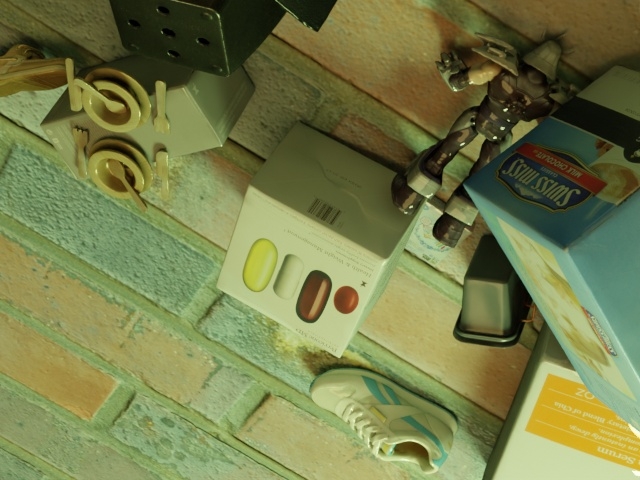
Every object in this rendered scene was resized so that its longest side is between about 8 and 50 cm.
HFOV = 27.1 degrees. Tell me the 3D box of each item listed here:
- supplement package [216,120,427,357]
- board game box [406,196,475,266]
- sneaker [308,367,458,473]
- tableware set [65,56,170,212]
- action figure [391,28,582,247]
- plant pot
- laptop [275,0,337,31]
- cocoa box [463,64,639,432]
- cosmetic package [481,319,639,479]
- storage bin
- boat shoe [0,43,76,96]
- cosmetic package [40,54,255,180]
[{"bbox_3d":[0.000,0.000,1.685,0.194,0.149,0.203,29,137,7],"label":"supplement package"},{"bbox_3d":[0.138,-0.017,1.715,0.090,0.020,0.090,34,138,-10],"label":"board game box"},{"bbox_3d":[0.087,0.263,1.957,0.229,0.092,0.087,22,138,4],"label":"sneaker"},{"bbox_3d":[-0.247,-0.120,1.591,0.128,0.039,0.194,15,135,11],"label":"tableware set"},{"bbox_3d":[0.192,-0.132,1.529,0.185,0.099,0.285,36,121,-2],"label":"action figure"},{"bbox_3d":[-0.133,-0.288,1.431,0.188,0.167,0.187,15,156,9],"label":"plant pot"},{"bbox_3d":[0.028,-0.355,1.293,0.234,0.264,0.137,32,179,-44],"label":"laptop"},{"bbox_3d":[0.359,0.030,1.426,0.228,0.231,0.347,-37,118,-5],"label":"cocoa box"},{"bbox_3d":[0.364,0.278,1.800,0.230,0.161,0.453,18,137,7],"label":"cosmetic package"},{"bbox_3d":[0.225,0.060,1.678,0.098,0.135,0.091,7,124,18],"label":"storage bin"},{"bbox_3d":[-0.387,-0.226,1.717,0.170,0.059,0.063,-4,168,30],"label":"boat shoe"},{"bbox_3d":[-0.215,-0.167,1.652,0.238,0.127,0.107,-7,128,31],"label":"cosmetic package"}]
